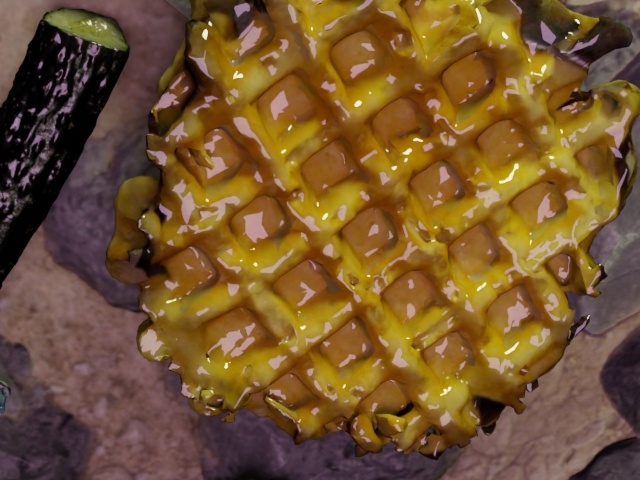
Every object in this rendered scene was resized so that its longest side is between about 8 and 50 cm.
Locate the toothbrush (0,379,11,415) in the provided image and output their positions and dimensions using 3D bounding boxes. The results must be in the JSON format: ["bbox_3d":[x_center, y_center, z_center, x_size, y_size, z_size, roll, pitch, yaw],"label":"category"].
[{"bbox_3d":[-0.410,0.259,0.929,0.418,0.040,0.042,-42,114,13],"label":"toothbrush"}]

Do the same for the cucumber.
[{"bbox_3d":[-0.238,-0.038,0.818,0.072,0.072,0.300,27,106,-18],"label":"cucumber"}]

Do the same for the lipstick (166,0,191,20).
[{"bbox_3d":[-0.054,-0.156,0.812,0.312,0.051,0.051,38,102,-19],"label":"lipstick"}]

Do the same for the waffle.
[{"bbox_3d":[0.045,-0.020,0.794,0.382,0.095,0.379,13,102,-16],"label":"waffle"}]
